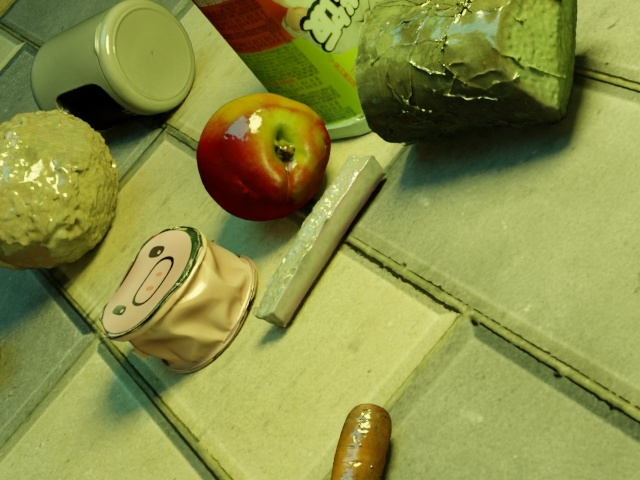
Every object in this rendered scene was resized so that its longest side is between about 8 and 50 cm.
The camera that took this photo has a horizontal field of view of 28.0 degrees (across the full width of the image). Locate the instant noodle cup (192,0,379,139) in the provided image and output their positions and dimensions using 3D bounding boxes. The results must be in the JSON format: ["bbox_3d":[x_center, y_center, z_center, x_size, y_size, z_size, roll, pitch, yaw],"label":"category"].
[{"bbox_3d":[-0.018,-0.340,1.851,0.294,0.308,0.294,-31,34,24],"label":"instant noodle cup"}]

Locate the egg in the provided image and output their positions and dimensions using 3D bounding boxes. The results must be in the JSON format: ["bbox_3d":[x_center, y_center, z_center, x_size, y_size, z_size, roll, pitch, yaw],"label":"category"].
[{"bbox_3d":[-0.473,-0.082,2.148,0.279,0.279,0.310,-26,22,30],"label":"egg"}]

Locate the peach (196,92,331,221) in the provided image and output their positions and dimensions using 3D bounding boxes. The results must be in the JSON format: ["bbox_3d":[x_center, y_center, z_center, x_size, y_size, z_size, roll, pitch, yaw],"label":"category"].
[{"bbox_3d":[-0.085,-0.115,1.806,0.197,0.197,0.197,-31,35,24],"label":"peach"}]

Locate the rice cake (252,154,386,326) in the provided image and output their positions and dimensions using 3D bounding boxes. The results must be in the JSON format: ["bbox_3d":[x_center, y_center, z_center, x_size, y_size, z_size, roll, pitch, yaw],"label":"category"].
[{"bbox_3d":[-0.001,0.000,1.693,0.049,0.055,0.270,17,67,44],"label":"rice cake"}]

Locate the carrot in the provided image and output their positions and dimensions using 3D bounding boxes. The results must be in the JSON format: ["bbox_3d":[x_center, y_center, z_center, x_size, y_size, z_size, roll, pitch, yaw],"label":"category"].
[{"bbox_3d":[0.029,0.280,1.341,0.059,0.059,0.248,-16,45,40],"label":"carrot"}]

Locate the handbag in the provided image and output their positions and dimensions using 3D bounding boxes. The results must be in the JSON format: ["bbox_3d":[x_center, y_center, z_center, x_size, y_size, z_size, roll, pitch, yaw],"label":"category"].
[{"bbox_3d":[-0.195,0.078,1.775,0.179,0.116,0.205,1,56,52],"label":"handbag"}]

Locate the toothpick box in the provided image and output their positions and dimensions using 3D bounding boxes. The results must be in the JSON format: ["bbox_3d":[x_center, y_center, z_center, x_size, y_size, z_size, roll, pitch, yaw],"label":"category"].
[{"bbox_3d":[-0.403,-0.319,2.374,0.316,0.229,0.229,-11,46,45],"label":"toothpick box"}]

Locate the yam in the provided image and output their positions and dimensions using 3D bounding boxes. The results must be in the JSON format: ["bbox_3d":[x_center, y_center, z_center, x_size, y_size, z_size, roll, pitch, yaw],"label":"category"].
[{"bbox_3d":[0.186,-0.222,1.587,0.271,0.201,0.202,0,95,32],"label":"yam"}]
